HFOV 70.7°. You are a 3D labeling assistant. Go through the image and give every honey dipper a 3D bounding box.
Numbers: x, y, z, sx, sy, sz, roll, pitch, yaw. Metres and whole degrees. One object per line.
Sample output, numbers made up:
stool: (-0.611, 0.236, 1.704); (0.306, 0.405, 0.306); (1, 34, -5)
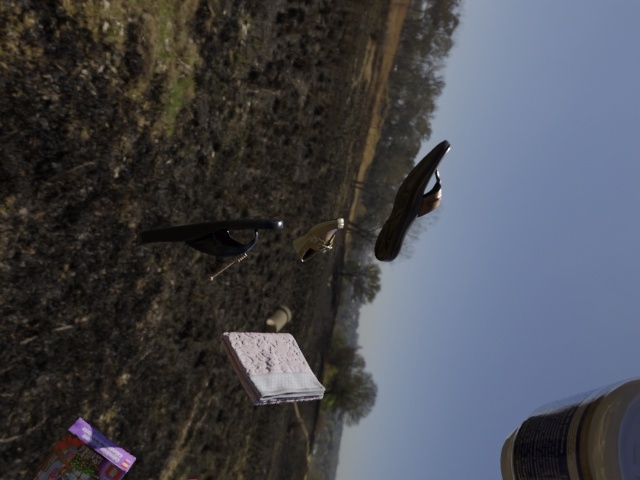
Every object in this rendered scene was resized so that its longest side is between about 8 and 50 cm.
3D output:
honey dipper: (-0.338, 0.091, 1.625); (0.161, 0.030, 0.030); (-36, 168, -7)

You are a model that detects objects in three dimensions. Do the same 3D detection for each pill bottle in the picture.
pill bottle: (0.283, 0.228, 0.442); (0.264, 0.153, 0.153); (89, 14, -64)

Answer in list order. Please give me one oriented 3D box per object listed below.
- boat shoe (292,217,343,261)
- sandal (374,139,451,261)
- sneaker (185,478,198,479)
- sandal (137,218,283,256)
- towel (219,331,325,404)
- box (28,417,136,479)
boat shoe: (0.000, 0.000, 0.798); (0.135, 0.050, 0.045); (-34, -110, 52)
sandal: (0.157, -0.057, 0.719); (0.219, 0.060, 0.090); (-65, -170, -13)
sneaker: (-0.358, 0.589, 0.918); (0.120, 0.300, 0.111); (62, 6, -62)
sandal: (-0.314, -0.002, 1.319); (0.167, 0.447, 0.106); (-15, 99, -75)
towel: (-0.171, 0.455, 1.654); (0.332, 0.317, 0.053); (14, 116, -45)
box: (-0.698, 0.674, 1.302); (0.293, 0.201, 0.057); (-50, -174, 17)
